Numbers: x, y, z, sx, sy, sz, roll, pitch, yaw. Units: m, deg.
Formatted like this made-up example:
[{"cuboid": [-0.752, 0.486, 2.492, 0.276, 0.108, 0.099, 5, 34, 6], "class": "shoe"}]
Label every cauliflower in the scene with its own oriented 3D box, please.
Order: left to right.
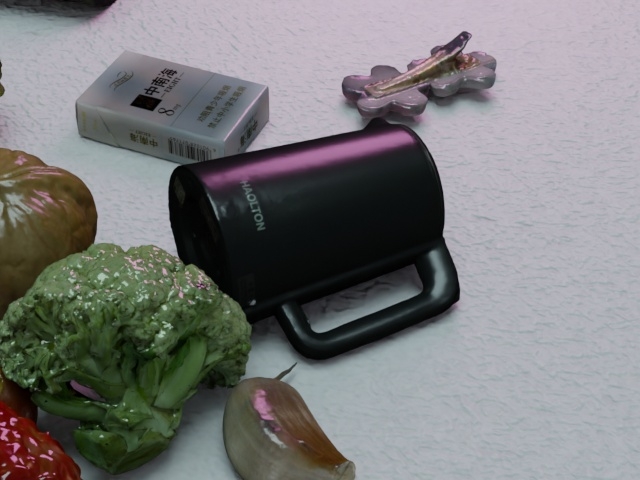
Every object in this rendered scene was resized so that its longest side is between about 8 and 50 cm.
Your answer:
[{"cuboid": [-0.217, 0.132, 1.517, 0.275, 0.272, 0.250, -3, 79, 1], "class": "cauliflower"}]

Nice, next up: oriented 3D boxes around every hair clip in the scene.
[{"cuboid": [0.155, -0.246, 2.070, 0.257, 0.075, 0.146, -27, 45, -19], "class": "hair clip"}]

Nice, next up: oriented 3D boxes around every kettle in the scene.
[{"cuboid": [-0.001, -0.013, 1.704, 0.308, 0.203, 0.262, -16, 41, -22], "class": "kettle"}]

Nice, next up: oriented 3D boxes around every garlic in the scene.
[{"cuboid": [-0.049, 0.208, 1.548, 0.129, 0.090, 0.198, -2, 32, -26], "class": "garlic"}]

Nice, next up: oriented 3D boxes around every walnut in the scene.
[{"cuboid": [-0.375, -0.001, 1.668, 0.228, 0.228, 0.228, 0, 41, 0], "class": "walnut"}]

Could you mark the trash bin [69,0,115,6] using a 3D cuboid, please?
[{"cuboid": [-0.477, -0.500, 2.255, 0.302, 0.203, 0.252, 11, 60, 10], "class": "trash bin"}]

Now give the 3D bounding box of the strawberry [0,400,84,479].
[{"cuboid": [-0.380, 0.298, 1.306, 0.351, 0.267, 0.312, 7, 69, 32], "class": "strawberry"}]

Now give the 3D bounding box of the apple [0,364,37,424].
[{"cuboid": [-0.389, 0.186, 1.513, 0.156, 0.147, 0.158, -28, 26, 29], "class": "apple"}]

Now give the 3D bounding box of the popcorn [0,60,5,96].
[{"cuboid": [-0.553, -0.230, 1.900, 0.192, 0.266, 0.233, -3, 48, 15], "class": "popcorn"}]

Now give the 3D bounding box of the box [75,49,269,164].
[{"cuboid": [-0.214, -0.189, 2.001, 0.243, 0.067, 0.155, 17, 42, 18], "class": "box"}]
